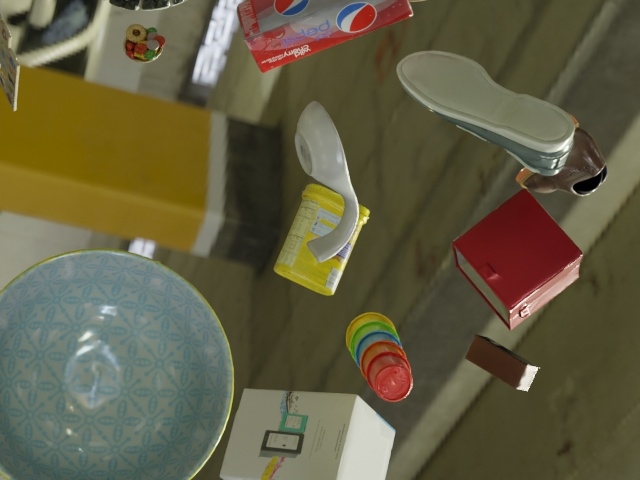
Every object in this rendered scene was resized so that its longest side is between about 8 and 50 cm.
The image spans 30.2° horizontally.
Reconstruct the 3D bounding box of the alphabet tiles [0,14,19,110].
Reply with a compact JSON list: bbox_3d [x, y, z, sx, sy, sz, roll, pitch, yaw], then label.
[{"bbox_3d":[-0.622,-0.382,2.275,0.198,0.009,0.237,63,-23,10],"label":"alphabet tiles"}]

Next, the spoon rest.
[{"bbox_3d":[0.013,-0.097,1.899,0.137,0.084,0.276,-126,-155,-47],"label":"spoon rest"}]

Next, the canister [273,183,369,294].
[{"bbox_3d":[0.000,0.000,2.152,0.170,0.126,0.073,-67,-165,-11],"label":"canister"}]

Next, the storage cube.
[{"bbox_3d":[0.406,0.039,2.459,0.215,0.193,0.184,52,-3,20],"label":"storage cube"}]

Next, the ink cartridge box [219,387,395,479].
[{"bbox_3d":[-0.025,0.430,2.403,0.270,0.198,0.197,-1,-119,30],"label":"ink cartridge box"}]

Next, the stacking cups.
[{"bbox_3d":[0.099,0.207,2.031,0.316,0.096,0.096,-102,-152,-79],"label":"stacking cups"}]

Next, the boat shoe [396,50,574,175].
[{"bbox_3d":[0.252,-0.197,1.866,0.116,0.319,0.099,-46,149,-24],"label":"boat shoe"}]

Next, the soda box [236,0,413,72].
[{"bbox_3d":[0.006,-0.364,1.875,0.092,0.263,0.084,59,14,-56],"label":"soda box"}]

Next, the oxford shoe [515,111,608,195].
[{"bbox_3d":[0.459,-0.127,2.235,0.130,0.132,0.363,-47,170,1],"label":"oxford shoe"}]

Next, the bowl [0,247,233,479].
[{"bbox_3d":[-0.253,0.159,1.354,0.156,0.289,0.290,155,-53,-75],"label":"bowl"}]

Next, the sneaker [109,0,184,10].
[{"bbox_3d":[-0.288,-0.403,1.619,0.147,0.329,0.130,-44,144,-53],"label":"sneaker"}]

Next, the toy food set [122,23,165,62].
[{"bbox_3d":[-0.353,-0.392,2.371,0.020,0.082,0.083,99,2,-66],"label":"toy food set"}]

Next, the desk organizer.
[{"bbox_3d":[0.334,0.225,2.197,0.130,0.047,0.050,30,-81,41],"label":"desk organizer"}]
